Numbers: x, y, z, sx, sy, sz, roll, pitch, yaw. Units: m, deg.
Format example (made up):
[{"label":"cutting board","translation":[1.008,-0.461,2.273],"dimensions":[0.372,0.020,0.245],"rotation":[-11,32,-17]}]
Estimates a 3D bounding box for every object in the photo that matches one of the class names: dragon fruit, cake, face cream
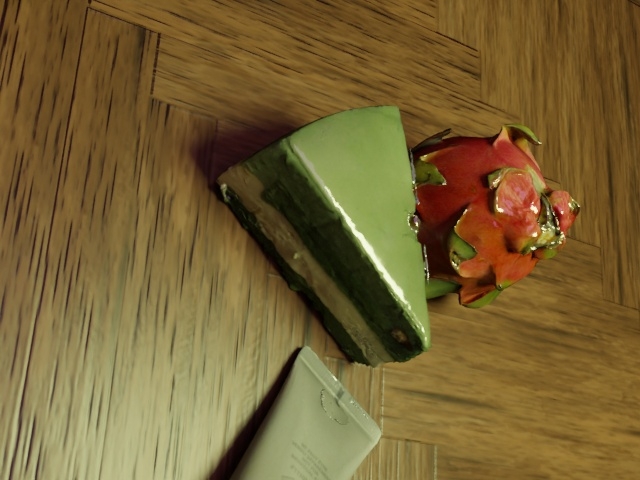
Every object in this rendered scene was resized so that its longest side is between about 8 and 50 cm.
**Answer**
[{"label":"dragon fruit","translation":[0.176,-0.027,1.059],"dimensions":[0.224,0.227,0.224],"rotation":[8,72,-24]},{"label":"cake","translation":[0.003,0.005,0.970],"dimensions":[0.172,0.158,0.284],"rotation":[-4,81,-35]},{"label":"face cream","translation":[-0.039,0.257,0.904],"dimensions":[0.143,0.089,0.314],"rotation":[49,46,-11]}]
